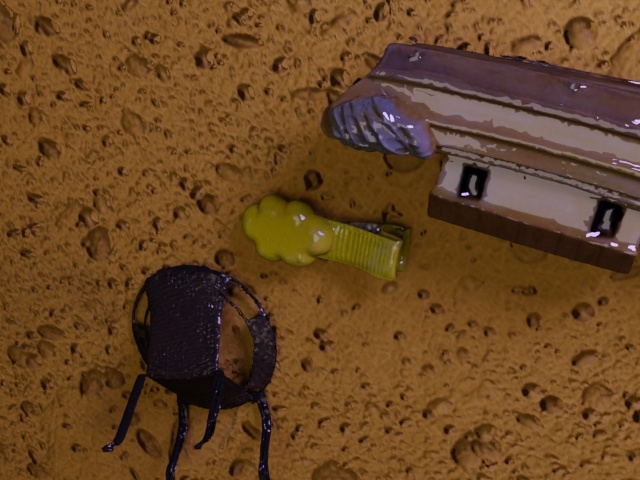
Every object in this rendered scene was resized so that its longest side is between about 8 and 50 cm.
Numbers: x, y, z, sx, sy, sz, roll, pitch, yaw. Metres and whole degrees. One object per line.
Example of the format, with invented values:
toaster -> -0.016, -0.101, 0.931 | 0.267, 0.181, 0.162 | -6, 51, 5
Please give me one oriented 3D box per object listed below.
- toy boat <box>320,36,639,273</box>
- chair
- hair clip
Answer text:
toy boat -> 0.218, -0.059, 0.861 | 0.445, 0.136, 0.162 | 15, 109, 12
chair -> -0.134, 0.145, 1.084 | 0.174, 0.149, 0.213 | -6, 66, 23
hair clip -> 0.000, 0.000, 1.005 | 0.173, 0.046, 0.072 | 14, 109, 15
